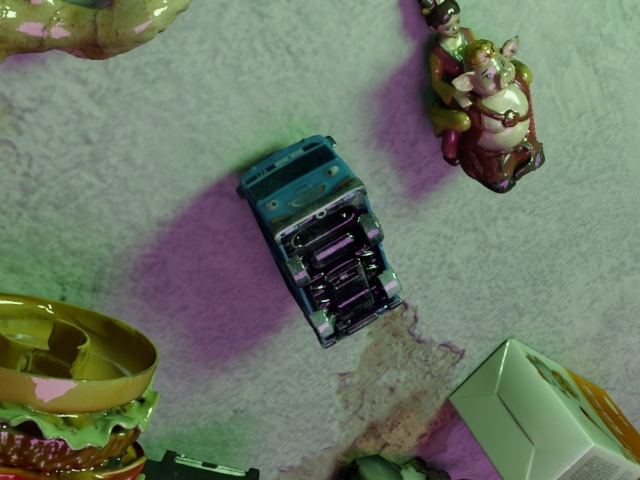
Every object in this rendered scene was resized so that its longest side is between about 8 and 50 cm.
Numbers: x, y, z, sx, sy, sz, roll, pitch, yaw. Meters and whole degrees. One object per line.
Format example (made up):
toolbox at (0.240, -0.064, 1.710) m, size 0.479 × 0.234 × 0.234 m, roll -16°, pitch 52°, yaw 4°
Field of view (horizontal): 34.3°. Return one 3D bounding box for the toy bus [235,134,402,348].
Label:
toy bus at (0.000, 0.000, 1.126) m, size 0.116 × 0.134 × 0.234 m, roll -29°, pitch 143°, yaw -6°

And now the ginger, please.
ginger at (-0.239, -0.181, 0.855) m, size 0.288 × 0.075 × 0.089 m, roll -16°, pitch 130°, yaw -15°

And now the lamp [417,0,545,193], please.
lamp at (0.174, -0.162, 1.112) m, size 0.118 × 0.118 × 0.253 m, roll -30°, pitch 140°, yaw -6°

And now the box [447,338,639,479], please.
box at (0.385, 0.313, 1.606) m, size 0.143 × 0.225 × 0.341 m, roll -47°, pitch 137°, yaw 15°

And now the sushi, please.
sushi at (0.136, 0.413, 1.619) m, size 0.273 × 0.134 × 0.109 m, roll 9°, pitch 128°, yaw -50°

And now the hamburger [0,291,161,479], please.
hamburger at (-0.291, 0.183, 0.982) m, size 0.274 × 0.274 × 0.212 m, roll 8°, pitch 102°, yaw -38°

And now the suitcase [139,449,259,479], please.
suitcase at (-0.174, 0.475, 1.352) m, size 0.283 × 0.194 × 0.434 m, roll 11°, pitch 128°, yaw 5°
